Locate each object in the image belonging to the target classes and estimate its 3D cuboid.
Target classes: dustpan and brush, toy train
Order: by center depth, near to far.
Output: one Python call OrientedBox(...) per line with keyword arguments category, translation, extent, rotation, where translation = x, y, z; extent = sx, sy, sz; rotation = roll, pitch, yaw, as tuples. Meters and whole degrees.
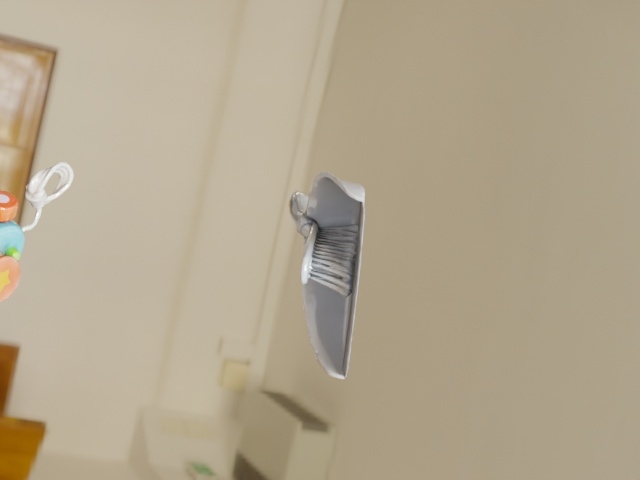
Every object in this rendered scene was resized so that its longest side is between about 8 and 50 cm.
OrientedBox(category="toy train", translation=(-0.186, -0.021, 0.649), extent=(0.046, 0.166, 0.125), rotation=(40, -93, 25))
OrientedBox(category="dustpan and brush", translation=(0.000, 0.000, 0.973), extent=(0.211, 0.060, 0.147), rotation=(-85, 180, -70))
